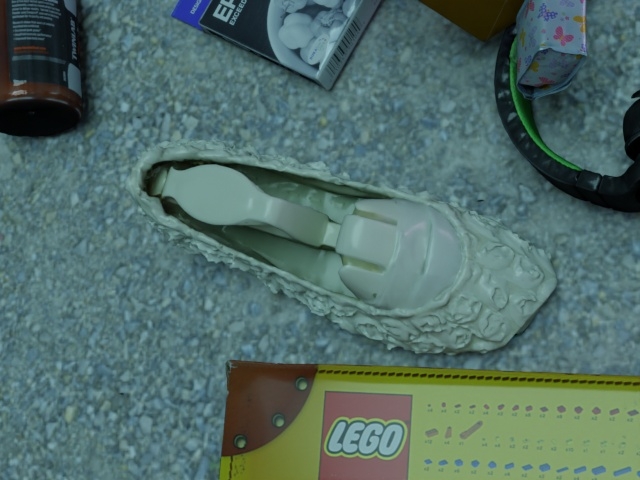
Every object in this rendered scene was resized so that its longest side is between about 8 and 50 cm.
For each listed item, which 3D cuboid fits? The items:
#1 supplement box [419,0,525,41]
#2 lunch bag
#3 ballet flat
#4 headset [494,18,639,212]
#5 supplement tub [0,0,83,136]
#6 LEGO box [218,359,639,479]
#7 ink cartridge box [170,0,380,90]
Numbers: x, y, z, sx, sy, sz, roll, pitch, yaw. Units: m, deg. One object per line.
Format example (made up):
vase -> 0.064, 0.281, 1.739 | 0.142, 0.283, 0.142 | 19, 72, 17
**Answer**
supplement box -> 0.113, -0.304, 0.941 | 0.129, 0.191, 0.194 | -32, 67, 25
lunch bag -> 0.190, -0.166, 0.931 | 0.053, 0.083, 0.071 | 8, 67, -9
ballet flat -> 0.000, 0.000, 0.994 | 0.409, 0.147, 0.147 | 16, 82, 20
headset -> 0.321, -0.141, 0.899 | 0.394, 0.185, 0.243 | 13, 81, 31
supplement tub -> -0.302, -0.214, 1.155 | 0.106, 0.106, 0.198 | -11, 74, 15
LEGO box -> 0.224, 0.205, 0.743 | 0.500, 0.372, 0.193 | 0, 76, 17
ink cartridge box -> -0.030, -0.281, 1.119 | 0.208, 0.045, 0.206 | 28, 86, 23
